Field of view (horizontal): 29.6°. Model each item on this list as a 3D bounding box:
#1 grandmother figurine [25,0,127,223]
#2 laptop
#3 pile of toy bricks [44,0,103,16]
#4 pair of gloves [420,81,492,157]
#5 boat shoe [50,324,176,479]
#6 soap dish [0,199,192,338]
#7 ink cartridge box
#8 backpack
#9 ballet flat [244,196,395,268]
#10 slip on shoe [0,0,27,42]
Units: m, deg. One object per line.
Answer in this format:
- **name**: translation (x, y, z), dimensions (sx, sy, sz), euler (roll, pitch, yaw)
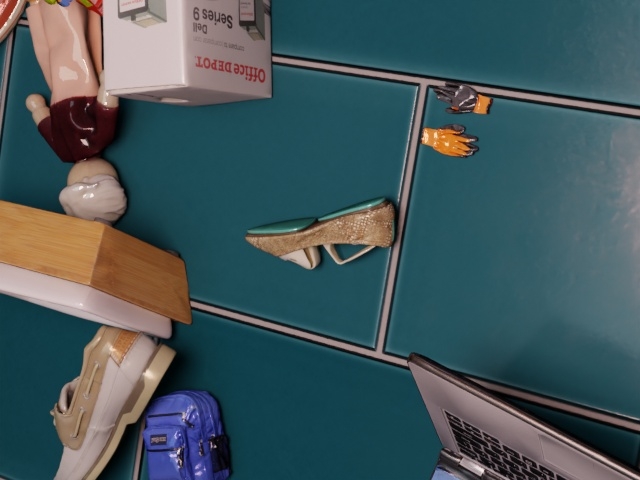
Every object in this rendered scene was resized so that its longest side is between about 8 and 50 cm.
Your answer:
- **grandmother figurine**: translation (-0.325, -0.186, 1.639), dimensions (0.208, 0.104, 0.342), euler (-11, 88, 57)
- **laptop**: translation (0.227, 0.368, 1.256), dimensions (0.382, 0.408, 0.236), euler (26, 70, 27)
- **pile of toy bricks**: translation (-0.282, -0.326, 1.506), dimensions (0.118, 0.105, 0.212), euler (-55, 23, -8)
- **pair of gloves**: translation (0.156, -0.139, 1.404), dimensions (0.074, 0.010, 0.083), euler (21, 101, 28)
- **boat shoe**: translation (-0.292, 0.220, 1.583), dimensions (0.103, 0.113, 0.302), euler (31, 123, -4)
- **soap dish**: translation (-0.334, 0.031, 1.581), dimensions (0.291, 0.229, 0.118), euler (12, 81, 30)
- **ink cartridge box**: translation (-0.157, -0.315, 1.467), dimensions (0.121, 0.211, 0.289), euler (0, 92, 27)
- **backpack**: translation (-0.175, 0.253, 1.558), dimensions (0.098, 0.101, 0.120), euler (-8, 84, 23)
- **ballet flat**: translation (0.000, 0.000, 1.468), dimensions (0.206, 0.073, 0.067), euler (-11, 100, 34)
- **slip on shoe**: translation (-0.460, -0.429, 1.703), dimensions (0.123, 0.101, 0.331), euler (26, 106, 25)
